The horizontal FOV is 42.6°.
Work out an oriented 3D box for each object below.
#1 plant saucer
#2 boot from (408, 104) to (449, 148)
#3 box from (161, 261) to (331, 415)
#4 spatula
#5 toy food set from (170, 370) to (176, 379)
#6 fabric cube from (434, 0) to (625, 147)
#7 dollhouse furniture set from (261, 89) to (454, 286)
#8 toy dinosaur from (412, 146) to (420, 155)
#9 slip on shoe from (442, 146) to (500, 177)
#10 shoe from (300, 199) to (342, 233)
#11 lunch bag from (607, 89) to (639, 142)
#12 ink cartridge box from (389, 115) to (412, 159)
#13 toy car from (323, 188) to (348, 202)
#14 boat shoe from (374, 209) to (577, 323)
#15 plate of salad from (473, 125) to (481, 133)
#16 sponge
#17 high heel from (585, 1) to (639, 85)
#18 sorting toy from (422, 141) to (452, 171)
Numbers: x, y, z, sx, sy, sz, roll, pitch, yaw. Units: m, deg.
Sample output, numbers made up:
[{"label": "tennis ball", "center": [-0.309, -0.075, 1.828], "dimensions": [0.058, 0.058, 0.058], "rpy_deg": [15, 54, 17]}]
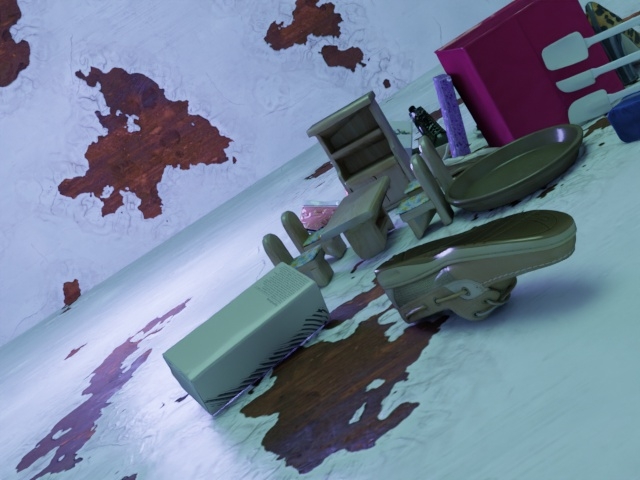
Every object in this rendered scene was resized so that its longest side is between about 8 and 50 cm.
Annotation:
[{"label": "plant saucer", "center": [0.362, -0.131, 1.529], "dimensions": [0.278, 0.041, 0.278], "rpy_deg": [-30, 13, 8]}, {"label": "boot", "center": [0.283, -0.279, 2.081], "dimensions": [0.077, 0.137, 0.198], "rpy_deg": [-35, 13, -8]}, {"label": "box", "center": [-0.123, 0.164, 1.414], "dimensions": [0.275, 0.094, 0.113], "rpy_deg": [-37, 38, -19]}, {"label": "spatula", "center": [0.565, -0.341, 1.570], "dimensions": [0.242, 0.168, 0.019], "rpy_deg": [-21, 2, 26]}, {"label": "toy food set", "center": [-0.175, 0.204, 1.548], "dimensions": [0.218, 0.071, 0.128], "rpy_deg": [-36, 37, -8]}, {"label": "fabric cube", "center": [0.436, -0.362, 1.746], "dimensions": [0.259, 0.258, 0.254], "rpy_deg": [-32, 11, 2]}, {"label": "dollhouse furniture set", "center": [0.074, -0.129, 1.745], "dimensions": [0.362, 0.256, 0.394], "rpy_deg": [-28, 13, 23]}, {"label": "toy dinosaur", "center": [0.223, -0.229, 2.221], "dimensions": [0.118, 0.064, 0.268], "rpy_deg": [-4, 28, 37]}, {"label": "slip on shoe", "center": [0.330, -0.166, 1.768], "dimensions": [0.135, 0.041, 0.051], "rpy_deg": [-12, -12, 13]}, {"label": "shoe", "center": [0.021, -0.054, 2.060], "dimensions": [0.178, 0.063, 0.081], "rpy_deg": [4, 71, 37]}, {"label": "lunch bag", "center": [0.534, -0.211, 1.368], "dimensions": [0.065, 0.067, 0.098], "rpy_deg": [-40, 13, -30]}, {"label": "ink cartridge box", "center": [0.199, -0.230, 2.059], "dimensions": [0.062, 0.104, 0.181], "rpy_deg": [3, 34, 6]}, {"label": "toy car", "center": [0.093, -0.121, 2.138], "dimensions": [0.239, 0.053, 0.225], "rpy_deg": [-42, 15, -34]}, {"label": "boat shoe", "center": [0.212, 0.044, 1.095], "dimensions": [0.122, 0.110, 0.341], "rpy_deg": [-27, 4, -33]}, {"label": "plate of salad", "center": [0.461, -0.325, 2.028], "dimensions": [0.200, 0.048, 0.200], "rpy_deg": [-31, 13, 8]}, {"label": "sponge", "center": [0.296, -0.266, 1.835], "dimensions": [0.031, 0.210, 0.117], "rpy_deg": [-17, 15, 4]}, {"label": "high heel", "center": [0.640, -0.457, 1.768], "dimensions": [0.093, 0.186, 0.261], "rpy_deg": [-24, 15, 36]}, {"label": "sorting toy", "center": [0.281, -0.192, 1.987], "dimensions": [0.083, 0.045, 0.075], "rpy_deg": [-18, 26, 47]}]
